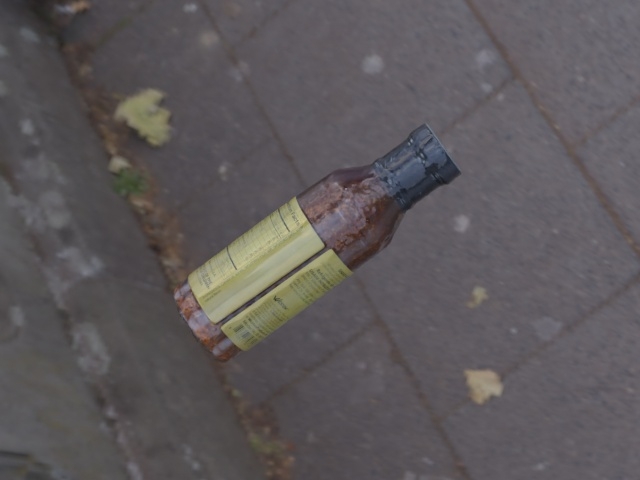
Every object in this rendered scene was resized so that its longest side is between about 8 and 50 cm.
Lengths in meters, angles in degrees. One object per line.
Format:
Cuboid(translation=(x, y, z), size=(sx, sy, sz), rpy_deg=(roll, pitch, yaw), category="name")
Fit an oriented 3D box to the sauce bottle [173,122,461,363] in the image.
Cuboid(translation=(0.000, 0.000, 0.650), size=(0.128, 0.042, 0.042), rpy_deg=(-34, 62, 5), category="sauce bottle")
